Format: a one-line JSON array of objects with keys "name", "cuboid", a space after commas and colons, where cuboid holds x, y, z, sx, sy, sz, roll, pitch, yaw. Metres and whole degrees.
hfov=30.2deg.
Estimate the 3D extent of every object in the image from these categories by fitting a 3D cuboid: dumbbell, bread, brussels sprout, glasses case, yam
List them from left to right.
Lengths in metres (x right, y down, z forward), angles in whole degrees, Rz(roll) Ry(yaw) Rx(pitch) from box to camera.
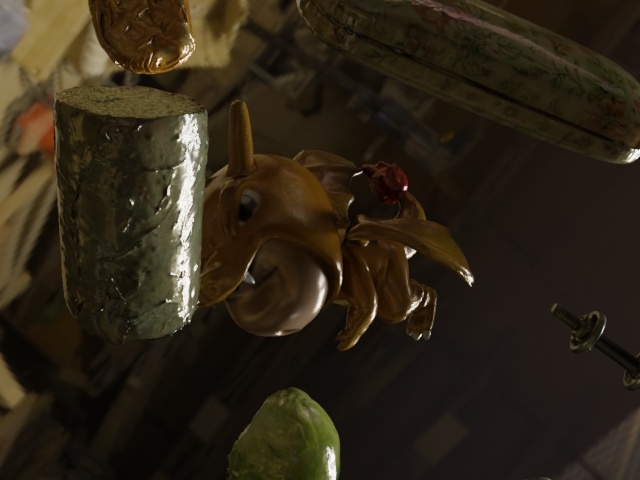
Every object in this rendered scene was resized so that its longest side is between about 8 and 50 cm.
[{"name": "yam", "cuboid": [-0.204, -0.044, 1.286, 0.168, 0.168, 0.304, -47, 152, -46]}, {"name": "bread", "cuboid": [-0.145, -0.187, 0.959, 0.083, 0.111, 0.044, -8, 167, -23]}, {"name": "brussels sprout", "cuboid": [-0.031, 0.266, 1.466, 0.151, 0.122, 0.149, -47, 159, -30]}, {"name": "glasses case", "cuboid": [0.173, -0.194, 1.258, 0.098, 0.425, 0.156, -58, -156, 32]}, {"name": "dumbbell", "cuboid": [0.480, 0.182, 1.934, 0.081, 0.254, 0.081, -54, -173, 10]}]

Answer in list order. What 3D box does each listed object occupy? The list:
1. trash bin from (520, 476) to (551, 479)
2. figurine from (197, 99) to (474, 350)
[{"name": "trash bin", "cuboid": [0.183, 0.298, 1.107, 0.116, 0.130, 0.059, -9, 141, -10]}, {"name": "figurine", "cuboid": [-0.017, -0.009, 1.703, 0.268, 0.387, 0.401, -57, -146, 21]}]
